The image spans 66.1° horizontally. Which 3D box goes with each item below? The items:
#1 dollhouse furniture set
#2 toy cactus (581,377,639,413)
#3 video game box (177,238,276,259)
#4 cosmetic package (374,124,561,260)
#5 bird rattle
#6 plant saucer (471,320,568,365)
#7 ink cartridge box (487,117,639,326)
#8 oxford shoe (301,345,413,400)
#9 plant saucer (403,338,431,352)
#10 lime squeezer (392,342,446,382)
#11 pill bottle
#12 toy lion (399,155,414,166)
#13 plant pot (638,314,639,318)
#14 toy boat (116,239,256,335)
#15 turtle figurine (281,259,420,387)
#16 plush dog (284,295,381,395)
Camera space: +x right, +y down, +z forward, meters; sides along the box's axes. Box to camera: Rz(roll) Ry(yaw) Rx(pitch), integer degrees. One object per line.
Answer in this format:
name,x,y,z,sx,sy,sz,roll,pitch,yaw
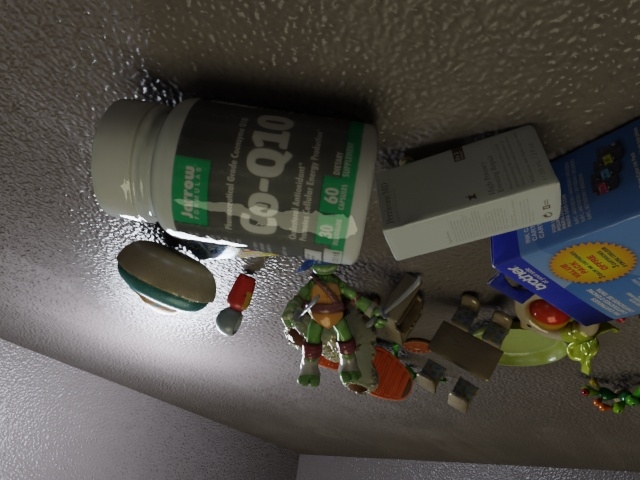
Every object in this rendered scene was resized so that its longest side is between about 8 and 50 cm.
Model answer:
dollhouse furniture set,0.263,0.200,1.052,0.242,0.212,0.161,27,158,26
toy cactus,0.842,0.427,1.365,0.218,0.112,0.180,-7,163,22
video game box,-0.200,-0.029,0.971,0.205,0.048,0.187,-4,144,22
cosmetic package,0.200,-0.065,0.695,0.231,0.117,0.085,-16,140,16
bird rattle,0.494,0.150,0.988,0.206,0.143,0.254,10,149,33
plant saucer,0.487,0.256,1.231,0.240,0.037,0.241,8,148,5
ink cartridge box,0.441,-0.009,0.724,0.270,0.151,0.395,28,146,-26
oxford shoe,0.102,0.346,1.420,0.363,0.130,0.132,31,167,-11
plant saucer,0.274,0.295,1.378,0.083,0.013,0.083,8,147,5
lime squeezer,0.267,0.387,1.506,0.110,0.059,0.310,-39,128,14
pill bottle,-0.110,-0.089,0.700,0.360,0.204,0.204,8,148,2
toy lion,0.162,-0.087,0.792,0.096,0.034,0.100,7,148,-8
plant pot,0.689,0.179,0.827,0.256,0.274,0.257,7,147,5
toy boat,-0.285,0.115,1.082,0.318,0.148,0.267,24,177,-40
turtle figurine,0.028,0.176,0.983,0.274,0.197,0.267,18,116,44
plush dog,0.048,0.231,1.229,0.262,0.211,0.225,38,161,-5
